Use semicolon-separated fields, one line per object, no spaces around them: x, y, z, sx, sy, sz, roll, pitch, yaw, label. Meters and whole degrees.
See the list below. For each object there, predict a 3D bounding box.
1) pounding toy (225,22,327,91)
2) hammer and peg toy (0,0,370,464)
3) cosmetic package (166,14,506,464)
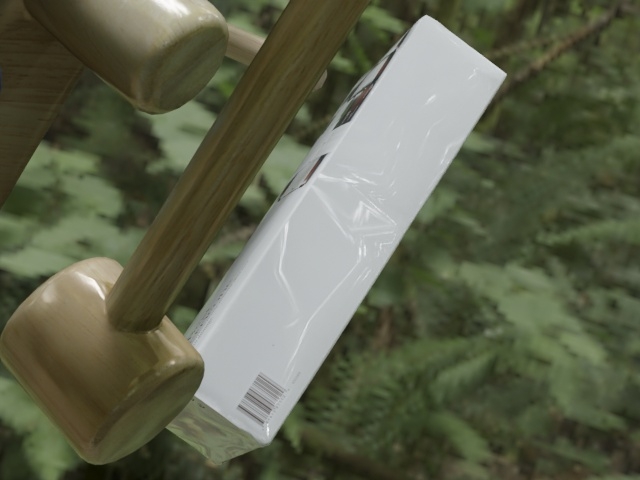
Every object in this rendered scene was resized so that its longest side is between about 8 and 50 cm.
-0.067;-0.208;0.868;0.183;0.237;0.110;14;47;39;pounding toy
-0.142;-0.020;0.492;0.127;0.266;0.361;42;21;21;hammer and peg toy
0.000;0.000;0.893;0.060;0.239;0.099;35;-21;-5;cosmetic package
